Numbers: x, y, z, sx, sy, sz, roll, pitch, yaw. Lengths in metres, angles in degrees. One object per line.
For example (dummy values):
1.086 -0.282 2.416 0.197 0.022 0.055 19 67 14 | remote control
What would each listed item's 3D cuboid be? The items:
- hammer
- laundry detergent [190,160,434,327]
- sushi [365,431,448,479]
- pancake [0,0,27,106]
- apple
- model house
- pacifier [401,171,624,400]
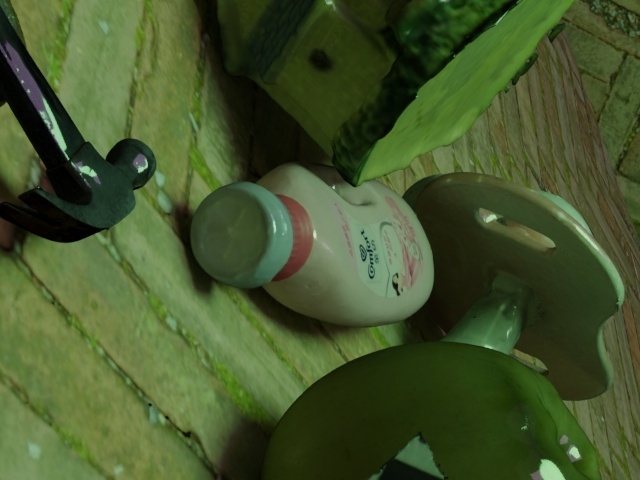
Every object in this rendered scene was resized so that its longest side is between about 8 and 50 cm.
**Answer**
-0.198 -0.126 0.750 0.290 0.037 0.137 60 25 -19 | hammer
0.000 0.000 1.122 0.159 0.088 0.335 65 20 14 | laundry detergent
-0.004 0.291 0.754 0.292 0.059 0.294 -41 122 -19 | sushi
-0.230 -0.143 0.775 0.158 0.028 0.158 50 28 -38 | pancake
0.086 0.203 0.943 0.262 0.262 0.262 50 29 -41 | apple
0.059 -0.233 1.203 0.266 0.261 0.321 43 28 12 | model house
0.187 0.069 1.336 0.332 0.220 0.273 81 6 -51 | pacifier
